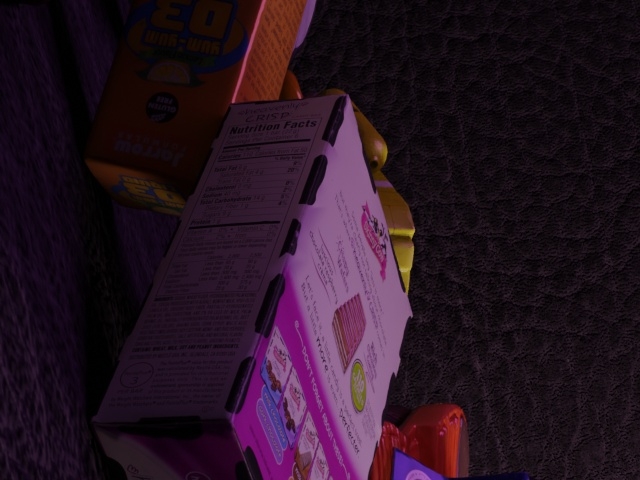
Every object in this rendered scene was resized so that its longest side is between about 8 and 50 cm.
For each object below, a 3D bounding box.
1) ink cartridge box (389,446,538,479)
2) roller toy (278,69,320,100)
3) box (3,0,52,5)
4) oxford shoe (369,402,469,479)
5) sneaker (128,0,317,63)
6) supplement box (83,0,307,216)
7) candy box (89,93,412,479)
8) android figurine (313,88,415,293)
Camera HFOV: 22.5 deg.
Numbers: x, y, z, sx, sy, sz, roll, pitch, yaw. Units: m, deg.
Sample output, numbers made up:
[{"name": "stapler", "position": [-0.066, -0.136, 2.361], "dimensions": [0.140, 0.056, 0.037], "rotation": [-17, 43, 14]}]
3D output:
[{"name": "ink cartridge box", "position": [0.194, 0.295, 1.197], "dimensions": [0.371, 0.069, 0.175], "rotation": [32, 46, -29]}, {"name": "roller toy", "position": [-0.023, -0.058, 1.728], "dimensions": [0.191, 0.146, 0.209], "rotation": [72, 2, -55]}, {"name": "box", "position": [0.009, -0.247, 0.713], "dimensions": [0.143, 0.381, 0.191], "rotation": [-76, 150, -81]}, {"name": "oxford shoe", "position": [0.009, 0.196, 1.244], "dimensions": [0.364, 0.133, 0.130], "rotation": [3, 88, -70]}, {"name": "sneaker", "position": [-0.124, -0.250, 1.021], "dimensions": [0.257, 0.169, 0.447], "rotation": [-78, 156, -54]}, {"name": "supplement box", "position": [-0.056, -0.130, 0.899], "dimensions": [0.080, 0.078, 0.233], "rotation": [58, 45, -71]}, {"name": "candy box", "position": [-0.023, 0.059, 0.789], "dimensions": [0.233, 0.071, 0.159], "rotation": [-70, 151, -47]}, {"name": "android figurine", "position": [0.000, 0.000, 1.409], "dimensions": [0.273, 0.056, 0.248], "rotation": [58, -44, 47]}]
